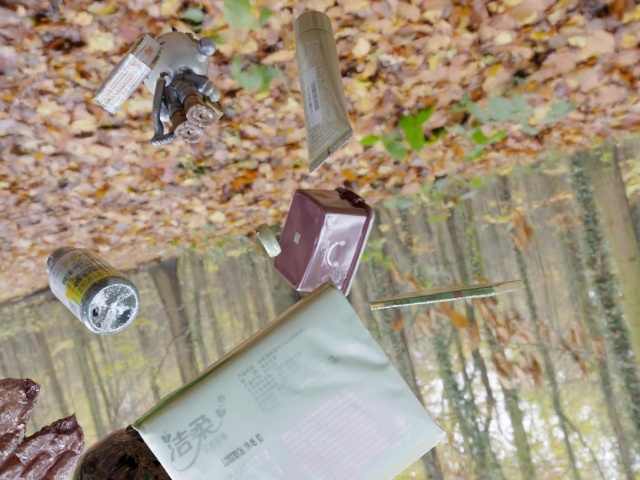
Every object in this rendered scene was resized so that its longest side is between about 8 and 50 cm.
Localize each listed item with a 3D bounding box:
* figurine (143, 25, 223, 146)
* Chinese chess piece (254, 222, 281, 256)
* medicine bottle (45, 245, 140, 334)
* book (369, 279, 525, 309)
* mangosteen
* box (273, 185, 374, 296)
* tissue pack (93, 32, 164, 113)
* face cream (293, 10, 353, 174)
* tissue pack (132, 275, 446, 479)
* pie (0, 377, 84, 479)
[{"bbox_3d":[-0.353,-0.409,1.794,0.261,0.382,0.186,-39,140,13],"label":"figurine"},{"bbox_3d":[-0.125,-0.001,1.634,0.034,0.084,0.084,-29,-178,-6],"label":"Chinese chess piece"},{"bbox_3d":[-0.554,0.106,1.642,0.141,0.142,0.293,-15,-153,-37],"label":"medicine bottle"},{"bbox_3d":[0.275,0.118,1.499,0.289,0.026,0.201,-10,177,32],"label":"book"},{"bbox_3d":[-0.545,0.762,2.020,0.381,0.436,0.382,9,180,0],"label":"mangosteen"},{"bbox_3d":[0.000,0.000,1.873,0.167,0.294,0.193,5,-158,-36],"label":"box"},{"bbox_3d":[-0.396,-0.345,1.427,0.148,0.060,0.109,-38,-153,31],"label":"tissue pack"},{"bbox_3d":[0.000,-0.305,1.368,0.084,0.342,0.137,15,144,-35],"label":"face cream"},{"bbox_3d":[-0.048,0.309,1.184,0.404,0.332,0.205,-36,180,-1],"label":"tissue pack"},{"bbox_3d":[-0.543,0.354,1.243,0.204,0.219,0.054,-33,-172,-5],"label":"pie"}]
